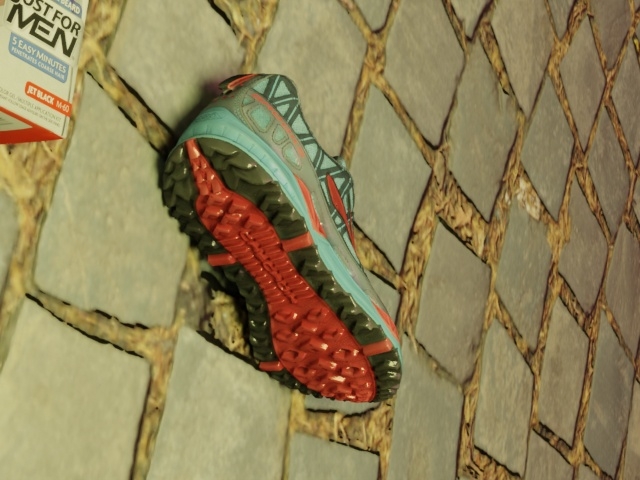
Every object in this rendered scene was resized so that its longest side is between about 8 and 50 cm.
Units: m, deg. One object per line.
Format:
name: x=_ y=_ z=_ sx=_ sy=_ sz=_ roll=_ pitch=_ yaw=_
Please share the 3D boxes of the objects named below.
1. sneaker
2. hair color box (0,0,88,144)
sneaker: x=0.000 y=0.000 z=0.914 sx=0.262 sy=0.104 sz=0.125 roll=64 pitch=36 yaw=-37
hair color box: x=-0.160 y=-0.141 z=0.684 sx=0.093 sy=0.053 sz=0.167 roll=26 pitch=65 yaw=-57
